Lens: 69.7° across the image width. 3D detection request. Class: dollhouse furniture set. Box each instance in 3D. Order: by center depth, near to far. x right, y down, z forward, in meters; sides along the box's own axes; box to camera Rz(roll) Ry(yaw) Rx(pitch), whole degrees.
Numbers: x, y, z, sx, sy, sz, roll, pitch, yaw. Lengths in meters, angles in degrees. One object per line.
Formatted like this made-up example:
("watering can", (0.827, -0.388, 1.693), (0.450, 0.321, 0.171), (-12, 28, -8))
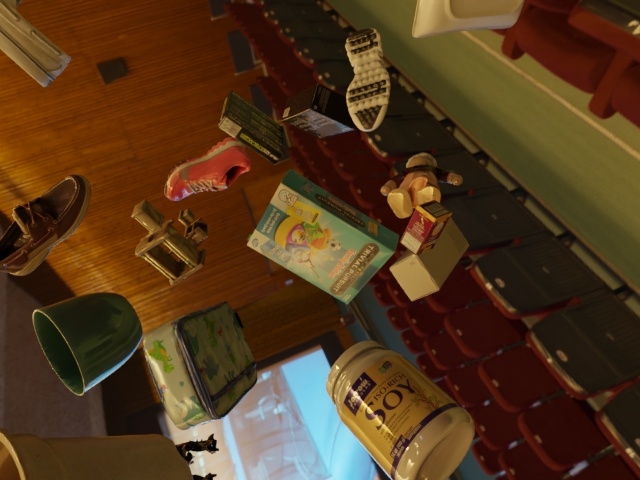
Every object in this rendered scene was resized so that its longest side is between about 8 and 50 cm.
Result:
("dollhouse furniture set", (-0.350, -0.024, 1.019), (0.182, 0.101, 0.161), (50, -163, -33))

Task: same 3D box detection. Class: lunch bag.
("lunch bag", (-0.188, 0.204, 0.771), (0.219, 0.090, 0.176), (4, -115, -79))

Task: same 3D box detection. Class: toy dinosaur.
("toy dinosaur", (-0.429, 0.664, 1.390), (0.322, 0.218, 0.165), (54, -144, -89))

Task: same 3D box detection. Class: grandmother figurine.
("grandmother figurine", (0.266, -0.160, 1.214), (0.342, 0.207, 0.104), (-64, -23, -63))

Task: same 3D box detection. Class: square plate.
("square plate", (0.358, -0.610, 0.952), (0.049, 0.347, 0.344), (44, 141, 39))

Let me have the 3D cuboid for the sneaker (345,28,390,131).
("sneaker", (0.127, -0.389, 1.156), (0.118, 0.110, 0.292), (53, -145, -60))

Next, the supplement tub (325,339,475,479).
("supplement tub", (0.189, 0.431, 1.163), (0.331, 0.241, 0.241), (36, 148, 45))

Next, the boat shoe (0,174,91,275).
("boat shoe", (-0.770, -0.047, 1.247), (0.123, 0.342, 0.123), (45, -177, 18))

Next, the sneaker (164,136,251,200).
("sneaker", (-0.367, -0.211, 1.504), (0.136, 0.313, 0.116), (55, 178, 24))

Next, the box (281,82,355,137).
("box", (-0.002, -0.462, 1.670), (0.261, 0.184, 0.103), (10, 81, 63))

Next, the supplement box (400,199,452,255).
("supplement box", (0.184, -0.023, 0.804), (0.043, 0.055, 0.083), (43, 133, 29))

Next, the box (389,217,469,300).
("box", (0.300, 0.042, 1.238), (0.094, 0.275, 0.113), (-33, 91, 41))

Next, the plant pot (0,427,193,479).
("plant pot", (-0.392, 0.456, 0.749), (0.305, 0.333, 0.334), (17, -140, -55))

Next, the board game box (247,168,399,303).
("board game box", (0.000, 0.000, 1.243), (0.336, 0.079, 0.254), (31, 131, -5))

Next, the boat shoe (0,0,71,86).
("boat shoe", (-0.722, -0.538, 1.035), (0.135, 0.156, 0.367), (32, 166, 46))

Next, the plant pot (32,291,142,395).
("plant pot", (-0.722, 0.299, 1.467), (0.293, 0.235, 0.293), (19, 123, 33))

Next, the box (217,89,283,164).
("box", (-0.190, -0.319, 1.288), (0.190, 0.045, 0.184), (31, -152, -27))
